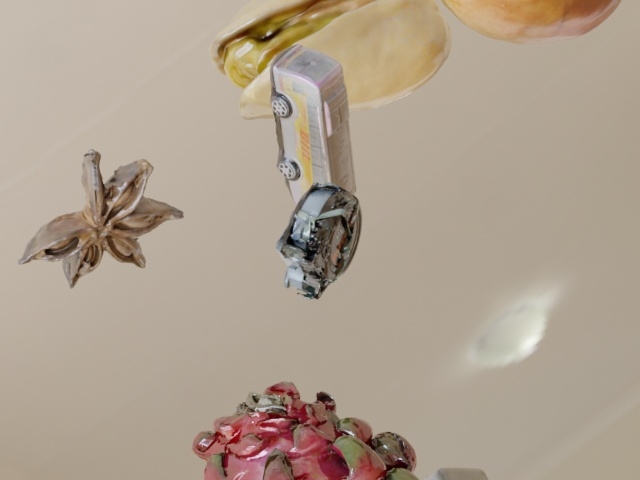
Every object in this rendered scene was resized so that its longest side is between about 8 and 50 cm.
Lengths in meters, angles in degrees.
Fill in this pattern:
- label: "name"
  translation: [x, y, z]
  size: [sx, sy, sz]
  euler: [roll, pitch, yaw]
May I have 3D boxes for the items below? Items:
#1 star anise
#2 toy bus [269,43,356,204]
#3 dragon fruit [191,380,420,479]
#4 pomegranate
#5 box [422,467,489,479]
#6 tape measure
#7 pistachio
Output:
- label: "star anise"
  translation: [-0.267, -0.023, 2.091]
  size: [0.171, 0.063, 0.208]
  euler: [17, -61, -38]
- label: "toy bus"
  translation: [-0.006, -0.110, 1.687]
  size: [0.057, 0.072, 0.172]
  euler: [-45, -38, -38]
- label: "dragon fruit"
  translation: [0.003, 0.249, 1.431]
  size: [0.218, 0.272, 0.198]
  euler: [-33, -50, -31]
- label: "pomegranate"
  translation: [0.187, -0.264, 1.497]
  size: [0.191, 0.191, 0.191]
  euler: [-30, -25, -15]
- label: "box"
  translation: [0.204, 0.386, 2.018]
  size: [0.103, 0.244, 0.055]
  euler: [10, -45, -47]
- label: "tape measure"
  translation: [0.001, -0.001, 1.500]
  size: [0.094, 0.054, 0.091]
  euler: [-60, -25, -32]
- label: "pistachio"
  translation: [0.017, -0.234, 2.007]
  size: [0.299, 0.187, 0.187]
  euler: [-20, -28, -18]
